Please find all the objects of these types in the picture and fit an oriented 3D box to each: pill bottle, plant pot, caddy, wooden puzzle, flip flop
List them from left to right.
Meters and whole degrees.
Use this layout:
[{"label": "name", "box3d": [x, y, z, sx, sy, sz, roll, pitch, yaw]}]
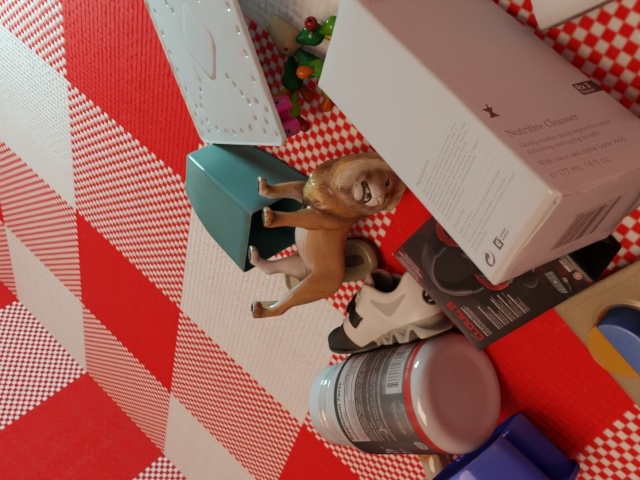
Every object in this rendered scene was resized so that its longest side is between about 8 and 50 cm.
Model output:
[{"label": "plant pot", "box3d": [-0.163, -0.093, 1.347, 0.234, 0.165, 0.166, 40, 140, 24]}, {"label": "flip flop", "box3d": [0.009, 0.064, 1.344, 0.277, 0.080, 0.112, -15, 107, 49]}, {"label": "pill bottle", "box3d": [0.146, 0.305, 1.277, 0.362, 0.210, 0.210, -24, 99, 52]}, {"label": "caddy", "box3d": [0.308, 0.472, 1.183, 0.179, 0.241, 0.341, 50, 121, 17]}, {"label": "wooden puzzle", "box3d": [0.503, 0.168, 0.865, 0.322, 0.080, 0.348, 50, 151, 6]}]

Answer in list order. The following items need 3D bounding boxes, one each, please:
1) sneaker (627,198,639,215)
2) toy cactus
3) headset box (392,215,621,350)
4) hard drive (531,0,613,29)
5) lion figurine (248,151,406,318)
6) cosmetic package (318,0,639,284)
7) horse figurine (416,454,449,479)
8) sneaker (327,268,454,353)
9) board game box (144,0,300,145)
[{"label": "sneaker", "box3d": [0.445, -0.084, 0.774, 0.121, 0.099, 0.262, 44, 142, 6]}, {"label": "toy cactus", "box3d": [-0.038, -0.305, 1.118, 0.181, 0.112, 0.219, 52, 151, 18]}, {"label": "headset box", "box3d": [0.266, 0.023, 1.023, 0.218, 0.110, 0.293, 49, 141, 6]}, {"label": "hard drive", "box3d": [0.333, -0.371, 0.667, 0.307, 0.040, 0.203, -13, 93, 54]}, {"label": "lion figurine", "box3d": [0.000, 0.000, 1.201, 0.392, 0.240, 0.142, 106, 157, -45]}, {"label": "cosmetic package", "box3d": [0.192, -0.156, 0.810, 0.385, 0.217, 0.156, 53, 145, 27]}, {"label": "horse figurine", "box3d": [0.269, 0.479, 1.396, 0.174, 0.066, 0.264, -20, 100, 43]}, {"label": "sneaker", "box3d": [0.113, 0.131, 1.273, 0.330, 0.122, 0.146, -27, 82, 52]}, {"label": "board game box", "box3d": [-0.200, -0.364, 1.192, 0.390, 0.050, 0.390, 16, 129, 58]}]
